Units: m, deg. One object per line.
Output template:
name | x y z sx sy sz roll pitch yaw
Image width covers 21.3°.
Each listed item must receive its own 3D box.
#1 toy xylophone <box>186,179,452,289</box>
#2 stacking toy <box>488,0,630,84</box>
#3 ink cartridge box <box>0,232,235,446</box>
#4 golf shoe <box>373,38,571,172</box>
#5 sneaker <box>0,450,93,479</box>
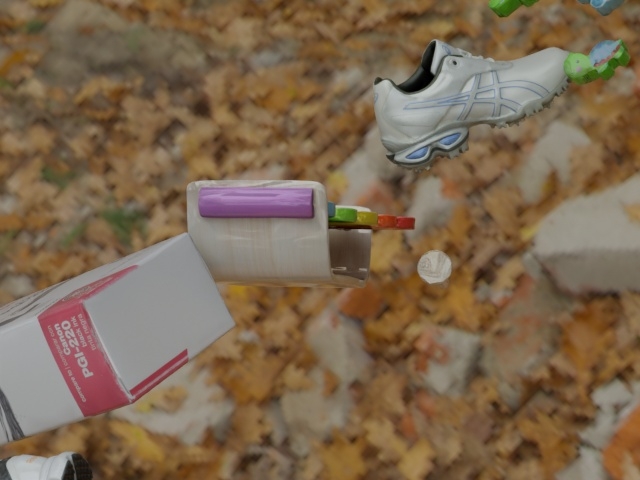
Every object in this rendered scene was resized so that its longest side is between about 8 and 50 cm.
toy xylophone | 0.000 0.000 1.497 0.236 0.322 0.081 1 88 1
stacking toy | 0.232 -0.218 1.233 0.221 0.167 0.052 -42 58 11
ink cartridge box | -0.203 0.086 1.349 0.218 0.092 0.158 -22 8 34
golf shoe | 0.121 -0.124 1.332 0.176 0.086 0.069 -28 16 -18
sneaker | -0.116 0.136 0.663 0.044 0.040 0.109 2 81 17
